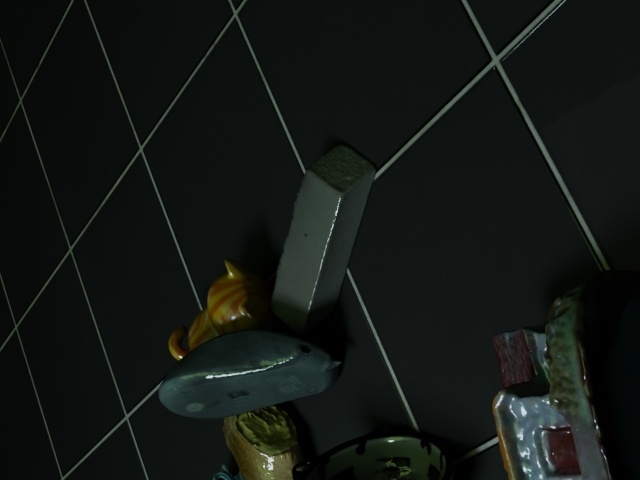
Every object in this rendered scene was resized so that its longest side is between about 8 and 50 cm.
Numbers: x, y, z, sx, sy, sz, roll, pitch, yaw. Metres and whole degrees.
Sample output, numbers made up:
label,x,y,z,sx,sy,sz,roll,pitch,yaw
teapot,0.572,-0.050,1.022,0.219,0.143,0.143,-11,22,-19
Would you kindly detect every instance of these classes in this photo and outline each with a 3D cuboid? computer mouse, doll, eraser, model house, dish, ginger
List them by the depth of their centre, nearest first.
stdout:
label,x,y,z,sx,sy,sz,roll,pitch,yaw
model house,0.332,0.238,1.319,0.339,0.297,0.360,-22,79,53
dish,0.098,0.437,1.675,0.303,0.303,0.120,6,117,50
eraser,0.001,0.000,1.855,0.111,0.077,0.352,38,123,38
computer mouse,-0.132,0.240,1.895,0.371,0.188,0.121,-14,58,19
ginger,-0.109,0.443,2.016,0.275,0.130,0.221,48,147,48
doll,-0.176,0.165,2.027,0.166,0.162,0.269,56,134,24

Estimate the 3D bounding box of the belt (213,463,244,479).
label,x,y,z,sx,sy,sz,roll,pitch,yaw
belt,-0.133,0.595,2.103,0.302,0.087,0.072,48,142,36
